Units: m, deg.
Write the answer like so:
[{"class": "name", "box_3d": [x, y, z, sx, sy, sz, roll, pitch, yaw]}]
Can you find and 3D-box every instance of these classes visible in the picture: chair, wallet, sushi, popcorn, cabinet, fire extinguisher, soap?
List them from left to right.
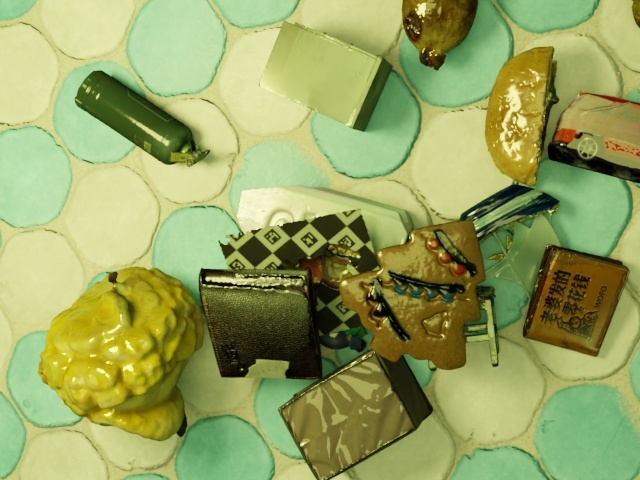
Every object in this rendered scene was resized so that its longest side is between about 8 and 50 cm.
[{"class": "popcorn", "box_3d": [-0.379, 0.241, 1.779, 0.348, 0.349, 0.382, -24, 114, 13]}, {"class": "fire extinguisher", "box_3d": [-0.364, -0.244, 1.831, 0.311, 0.114, 0.095, 35, 55, 7]}, {"class": "wallet", "box_3d": [-0.113, 0.167, 1.694, 0.220, 0.071, 0.262, -2, 123, 8]}, {"class": "sushi", "box_3d": [-0.024, 0.066, 1.694, 0.289, 0.050, 0.264, -14, 114, 14]}, {"class": "soap", "box_3d": [0.000, 0.000, 1.766, 0.346, 0.115, 0.208, 16, 97, 11]}, {"class": "cabinet", "box_3d": [0.013, -0.326, 1.724, 0.206, 0.145, 0.150, 25, 99, 10]}, {"class": "chair", "box_3d": [0.267, 0.106, 1.704, 0.147, 0.136, 0.271, -7, 92, 12]}, {"class": "wallet", "box_3d": [0.488, 0.117, 1.683, 0.160, 0.042, 0.196, 15, 102, -2]}]

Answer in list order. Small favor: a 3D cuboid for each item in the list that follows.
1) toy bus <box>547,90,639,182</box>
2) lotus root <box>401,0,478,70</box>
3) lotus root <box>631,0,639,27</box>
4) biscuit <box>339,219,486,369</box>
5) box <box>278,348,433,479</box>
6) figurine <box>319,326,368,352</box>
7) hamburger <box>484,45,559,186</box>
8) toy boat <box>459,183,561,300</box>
[{"class": "toy bus", "box_3d": [0.586, -0.178, 1.623, 0.302, 0.127, 0.147, 18, 92, 12]}, {"class": "lotus root", "box_3d": [0.230, -0.459, 1.677, 0.145, 0.128, 0.260, 8, 97, 2]}, {"class": "lotus root", "box_3d": [0.632, -0.538, 1.576, 0.173, 0.173, 0.310, 12, 103, 11]}, {"class": "biscuit", "box_3d": [0.190, 0.087, 1.611, 0.278, 0.043, 0.302, 29, 98, 0]}, {"class": "box", "box_3d": [0.070, 0.340, 1.757, 0.252, 0.153, 0.188, -30, 87, 14]}, {"class": "figurine", "box_3d": [0.004, 0.174, 1.792, 0.194, 0.111, 0.102, 3, 86, 20]}, {"class": "hamburger", "box_3d": [0.381, -0.239, 1.662, 0.130, 0.124, 0.262, 11, 95, 12]}, {"class": "toy boat", "box_3d": [0.405, 0.041, 1.710, 0.220, 0.067, 0.291, -30, 90, 12]}]
